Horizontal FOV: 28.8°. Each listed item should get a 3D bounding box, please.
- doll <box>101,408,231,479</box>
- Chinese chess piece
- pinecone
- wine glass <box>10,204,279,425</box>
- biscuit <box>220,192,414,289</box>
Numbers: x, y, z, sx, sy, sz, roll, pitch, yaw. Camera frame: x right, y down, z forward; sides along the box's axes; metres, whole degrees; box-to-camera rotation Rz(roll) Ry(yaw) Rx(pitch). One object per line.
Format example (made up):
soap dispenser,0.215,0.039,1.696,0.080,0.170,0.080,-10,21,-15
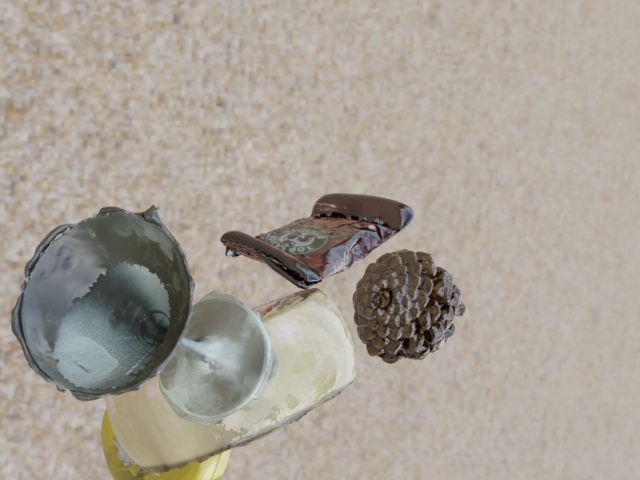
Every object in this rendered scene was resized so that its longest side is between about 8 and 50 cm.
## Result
doll,-0.189,0.230,1.564,0.111,0.252,0.237,0,136,-40
Chinese chess piece,-0.092,0.147,1.320,0.270,0.270,0.112,-27,94,-63
pinecone,0.142,0.112,2.058,0.184,0.179,0.204,-38,156,4
wine glass,-0.099,0.059,0.805,0.183,0.122,0.122,38,61,-65
biscuit,-0.005,-0.002,1.581,0.235,0.151,0.063,-25,118,-47
